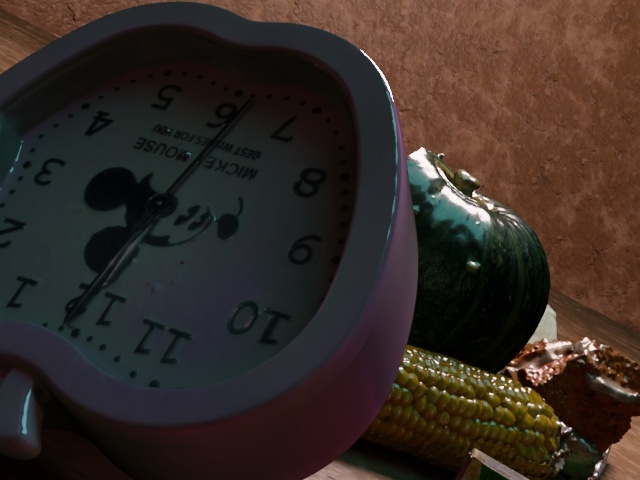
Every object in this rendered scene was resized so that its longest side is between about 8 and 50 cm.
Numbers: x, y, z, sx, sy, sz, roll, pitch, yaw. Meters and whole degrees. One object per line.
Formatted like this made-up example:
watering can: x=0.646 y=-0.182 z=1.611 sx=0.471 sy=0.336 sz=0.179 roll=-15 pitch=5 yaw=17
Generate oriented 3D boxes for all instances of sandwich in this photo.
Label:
sandwich: x=0.268 y=0.175 z=1.358 sx=0.185 sy=0.160 sz=0.109 roll=36 pitch=13 yaw=9

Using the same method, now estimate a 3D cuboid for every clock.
clock: x=-0.100 y=0.005 z=0.730 sx=0.339 sy=0.338 sz=0.102 roll=34 pitch=-23 yaw=32

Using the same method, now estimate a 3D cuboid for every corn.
corn: x=0.108 y=0.160 z=1.138 sx=0.318 sy=0.115 sz=0.115 roll=24 pitch=9 yaw=-29

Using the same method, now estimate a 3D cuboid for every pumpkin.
pumpkin: x=0.128 y=0.067 z=1.283 sx=0.197 sy=0.263 sz=0.293 roll=38 pitch=8 yaw=18

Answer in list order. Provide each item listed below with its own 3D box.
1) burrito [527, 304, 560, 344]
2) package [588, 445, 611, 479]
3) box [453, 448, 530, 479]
burrito: x=0.276 y=0.132 z=1.889 sx=0.229 sy=0.089 sz=0.143 roll=25 pitch=50 yaw=-26
package: x=0.275 y=0.223 z=1.511 sx=0.204 sy=0.062 sz=0.251 roll=31 pitch=21 yaw=15
box: x=0.212 y=0.259 z=1.060 sx=0.207 sy=0.049 sz=0.041 roll=29 pitch=5 yaw=6
